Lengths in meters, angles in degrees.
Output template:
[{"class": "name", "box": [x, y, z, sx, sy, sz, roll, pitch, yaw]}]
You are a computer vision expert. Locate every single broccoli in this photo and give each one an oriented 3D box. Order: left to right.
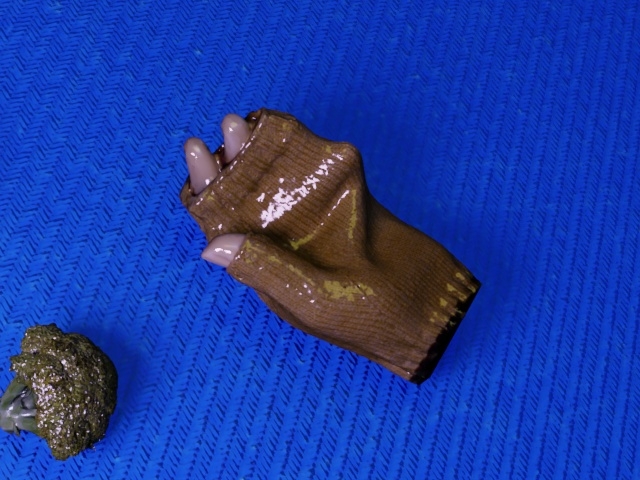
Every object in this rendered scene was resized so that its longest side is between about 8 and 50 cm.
[{"class": "broccoli", "box": [-0.249, 0.143, 1.561, 0.120, 0.130, 0.131, -27, 99, 9]}]

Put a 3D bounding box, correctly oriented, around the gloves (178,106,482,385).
[{"class": "gloves", "box": [-0.001, 0.009, 1.716, 0.356, 0.155, 0.203, 41, 58, -12]}]
